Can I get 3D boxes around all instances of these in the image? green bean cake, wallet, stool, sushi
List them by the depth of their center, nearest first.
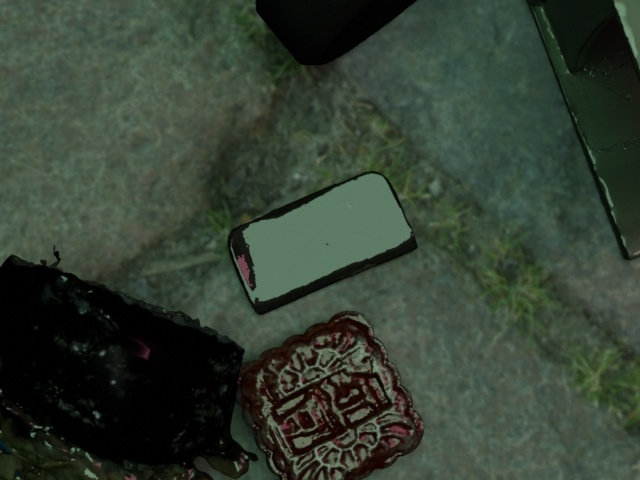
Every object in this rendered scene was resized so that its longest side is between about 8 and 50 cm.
[{"bbox_3d":[-0.187,0.137,1.367,0.238,0.225,0.218,27,91,34],"label":"sushi"},{"bbox_3d":[0.303,-0.147,1.406,0.170,0.243,0.269,-19,84,-5],"label":"stool"},{"bbox_3d":[0.006,0.141,1.451,0.135,0.056,0.135,-28,85,-7],"label":"green bean cake"},{"bbox_3d":[0.000,0.000,1.486,0.157,0.018,0.082,-24,85,-5],"label":"wallet"}]

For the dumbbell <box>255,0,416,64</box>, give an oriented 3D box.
[{"bbox_3d":[-0.035,-0.325,1.433,0.204,0.204,0.322,-39,87,-7],"label":"dumbbell"}]
